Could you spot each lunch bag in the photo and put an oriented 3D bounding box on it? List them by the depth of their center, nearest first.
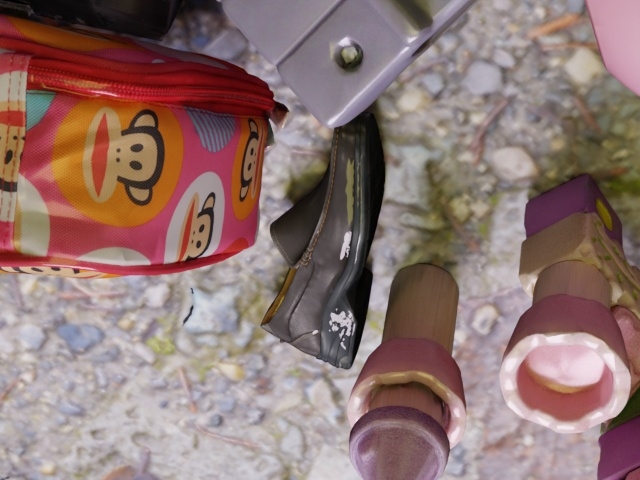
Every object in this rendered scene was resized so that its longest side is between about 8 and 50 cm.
[{"bbox_3d":[-0.173,-0.052,0.907,0.293,0.258,0.120,9,94,16],"label":"lunch bag"}]

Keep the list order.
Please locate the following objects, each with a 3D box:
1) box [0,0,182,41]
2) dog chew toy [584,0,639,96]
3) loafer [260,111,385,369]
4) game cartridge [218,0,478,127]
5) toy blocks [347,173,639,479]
[{"bbox_3d":[-0.194,-0.308,0.819,0.318,0.097,0.395,12,125,3],"label":"box"},{"bbox_3d":[0.269,-0.174,0.779,0.331,0.207,0.207,-17,120,10],"label":"dog chew toy"},{"bbox_3d":[0.000,0.000,1.020,0.061,0.062,0.170,12,124,7],"label":"loafer"},{"bbox_3d":[0.049,-0.239,0.695,0.230,0.068,0.355,47,119,1],"label":"game cartridge"},{"bbox_3d":[0.201,0.118,0.944,0.309,0.260,0.288,-31,114,27],"label":"toy blocks"}]
